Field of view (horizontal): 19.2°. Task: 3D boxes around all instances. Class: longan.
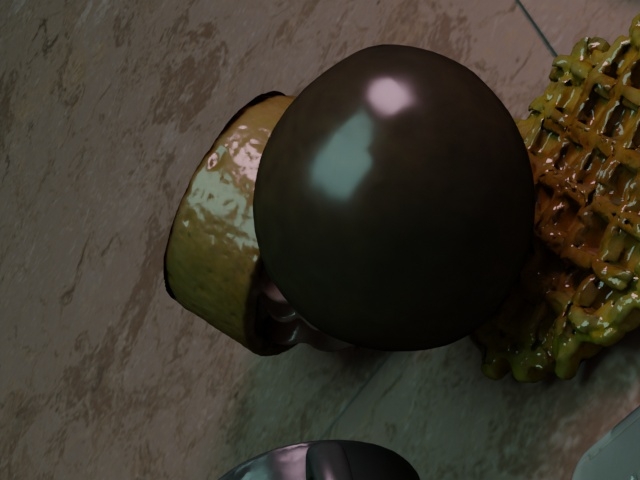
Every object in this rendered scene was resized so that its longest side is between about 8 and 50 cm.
[{"bbox_3d":[0.045,-0.023,1.236,0.212,0.198,0.198,-31,41,57],"label":"longan"}]

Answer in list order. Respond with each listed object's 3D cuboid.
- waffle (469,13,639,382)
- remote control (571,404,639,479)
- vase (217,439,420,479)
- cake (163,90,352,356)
[{"bbox_3d":[0.179,-0.030,1.250,0.254,0.052,0.245,-37,40,42],"label":"waffle"},{"bbox_3d":[0.247,0.106,1.019,0.296,0.056,0.140,-46,31,33],"label":"remote control"},{"bbox_3d":[0.013,0.266,1.183,0.251,0.156,0.301,93,168,-48],"label":"vase"},{"bbox_3d":[0.000,0.000,1.429,0.185,0.178,0.207,-69,-13,20],"label":"cake"}]
